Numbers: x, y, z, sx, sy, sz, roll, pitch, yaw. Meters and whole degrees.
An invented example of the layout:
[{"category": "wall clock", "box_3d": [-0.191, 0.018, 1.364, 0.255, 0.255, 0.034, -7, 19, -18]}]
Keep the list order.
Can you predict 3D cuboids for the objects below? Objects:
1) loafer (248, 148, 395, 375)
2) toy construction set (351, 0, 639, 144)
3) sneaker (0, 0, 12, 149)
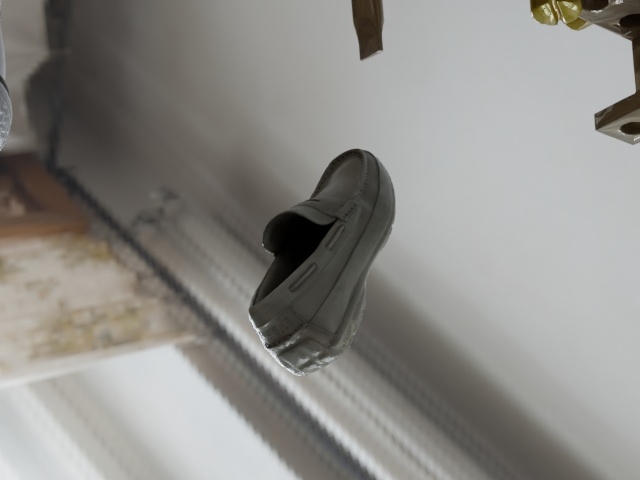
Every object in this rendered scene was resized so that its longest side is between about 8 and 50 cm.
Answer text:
[{"category": "loafer", "box_3d": [0.000, 0.000, 1.918, 0.112, 0.319, 0.111, -33, -65, 31]}, {"category": "toy construction set", "box_3d": [0.169, -0.173, 1.301, 0.308, 0.257, 0.237, -10, -107, 24]}, {"category": "sneaker", "box_3d": [-0.415, -0.165, 1.467, 0.137, 0.365, 0.210, 94, 0, -50]}]
